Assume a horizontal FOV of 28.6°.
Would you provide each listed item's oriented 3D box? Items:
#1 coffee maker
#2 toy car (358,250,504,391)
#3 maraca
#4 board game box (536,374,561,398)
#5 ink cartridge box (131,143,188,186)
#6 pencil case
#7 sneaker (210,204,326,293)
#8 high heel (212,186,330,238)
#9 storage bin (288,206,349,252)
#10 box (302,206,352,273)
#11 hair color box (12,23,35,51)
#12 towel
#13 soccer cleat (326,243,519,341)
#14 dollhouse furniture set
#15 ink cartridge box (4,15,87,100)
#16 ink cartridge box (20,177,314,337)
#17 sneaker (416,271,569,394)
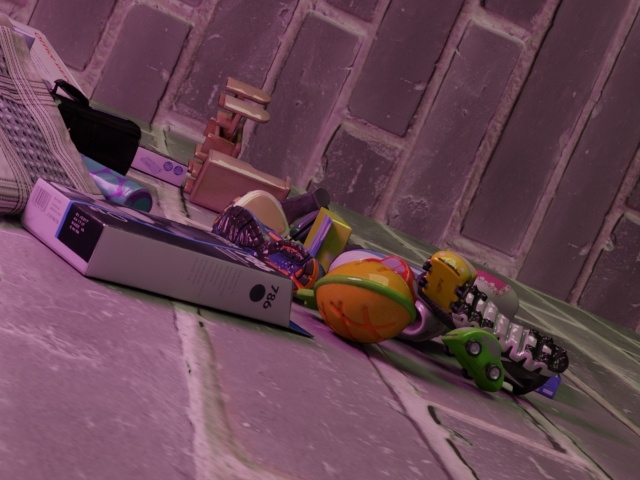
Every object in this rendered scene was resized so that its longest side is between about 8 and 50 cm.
[{"bbox_3d":[-0.392,-0.163,2.053,0.178,0.120,0.171,18,31,-41],"label":"coffee maker"},{"bbox_3d":[0.167,0.098,1.604,0.225,0.053,0.239,52,-24,-14],"label":"toy car"},{"bbox_3d":[0.045,0.079,1.572,0.127,0.099,0.185,33,-23,-21],"label":"maraca"},{"bbox_3d":[0.300,0.185,1.937,0.136,0.035,0.201,24,6,8],"label":"board game box"},{"bbox_3d":[-0.366,-0.169,2.466,0.207,0.046,0.097,22,5,-13],"label":"ink cartridge box"},{"bbox_3d":[-0.300,-0.068,1.660,0.151,0.070,0.064,29,42,20],"label":"pencil case"},{"bbox_3d":[-0.074,0.025,1.754,0.221,0.083,0.087,35,-2,39],"label":"sneaker"},{"bbox_3d":[-0.128,-0.026,2.144,0.186,0.093,0.261,-20,-2,43],"label":"high heel"},{"bbox_3d":[0.000,0.000,2.229,0.091,0.098,0.135,51,3,-5],"label":"storage bin"},{"bbox_3d":[0.003,0.013,1.938,0.042,0.109,0.178,25,5,-8],"label":"box"},{"bbox_3d":[-0.549,-0.261,1.814,0.113,0.185,0.374,21,6,-33],"label":"hair color box"},{"bbox_3d":[-0.377,-0.167,1.479,0.324,0.056,0.312,61,13,10],"label":"towel"},{"bbox_3d":[0.159,0.102,1.799,0.331,0.116,0.143,13,28,-28],"label":"soccer cleat"},{"bbox_3d":[-0.148,-0.147,2.382,0.161,0.212,0.242,21,32,-14],"label":"dollhouse furniture set"},{"bbox_3d":[-0.553,-0.291,2.138,0.198,0.115,0.273,54,16,22],"label":"ink cartridge box"},{"bbox_3d":[-0.156,0.022,1.418,0.332,0.065,0.165,20,6,-43],"label":"ink cartridge box"},{"bbox_3d":[0.214,0.135,1.706,0.234,0.106,0.078,34,35,-2],"label":"sneaker"}]
